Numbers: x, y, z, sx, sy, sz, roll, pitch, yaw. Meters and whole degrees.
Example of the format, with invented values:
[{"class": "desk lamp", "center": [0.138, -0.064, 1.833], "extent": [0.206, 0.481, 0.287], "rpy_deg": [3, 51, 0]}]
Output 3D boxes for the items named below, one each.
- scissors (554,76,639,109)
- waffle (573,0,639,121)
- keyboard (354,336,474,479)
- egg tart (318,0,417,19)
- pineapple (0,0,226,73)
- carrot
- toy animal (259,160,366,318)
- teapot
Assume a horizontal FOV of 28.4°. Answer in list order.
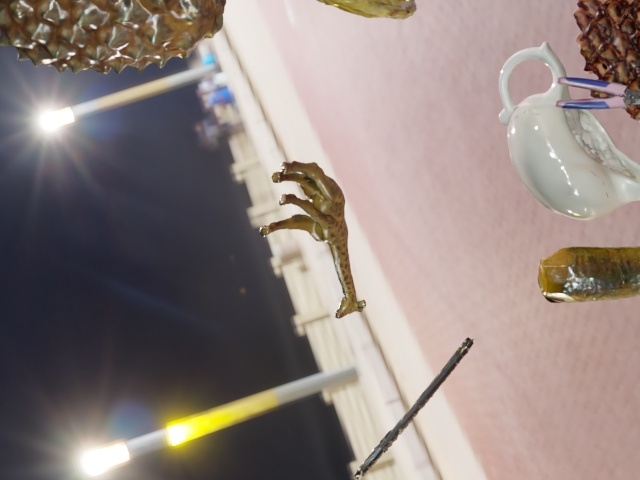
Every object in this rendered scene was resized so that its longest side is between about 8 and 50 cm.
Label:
[{"class": "scissors", "center": [0.339, -0.174, 1.524], "extent": [0.012, 0.113, 0.039], "rpy_deg": [132, 143, -88]}, {"class": "waffle", "center": [0.474, -0.290, 1.930], "extent": [0.221, 0.055, 0.234], "rpy_deg": [24, 135, 54]}, {"class": "keyboard", "center": [0.132, 0.237, 1.781], "extent": [0.017, 0.250, 0.087], "rpy_deg": [39, 167, 10]}, {"class": "egg tart", "center": [0.021, -0.420, 1.773], "extent": [0.120, 0.315, 0.315], "rpy_deg": [-59, 29, 24]}, {"class": "pineapple", "center": [-0.270, -0.217, 1.139], "extent": [0.175, 0.361, 0.175], "rpy_deg": [-12, -90, -81]}, {"class": "carrot", "center": [0.392, 0.045, 1.765], "extent": [0.082, 0.173, 0.082], "rpy_deg": [172, 90, -87]}, {"class": "toy animal", "center": [0.005, -0.007, 1.892], "extent": [0.054, 0.149, 0.275], "rpy_deg": [3, 142, 42]}, {"class": "teapot", "center": [0.363, -0.146, 1.864], "extent": [0.300, 0.166, 0.208], "rpy_deg": [57, -138, -7]}]
